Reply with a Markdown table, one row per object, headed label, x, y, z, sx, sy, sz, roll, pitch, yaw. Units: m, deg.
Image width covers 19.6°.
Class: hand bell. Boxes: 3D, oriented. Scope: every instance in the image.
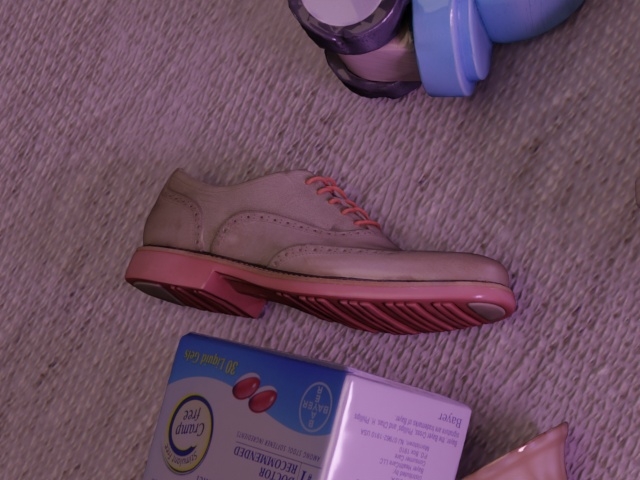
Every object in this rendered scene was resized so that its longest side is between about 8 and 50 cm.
| label | x | y | z | sx | sy | sz | roll | pitch | yaw |
| --- | --- | --- | --- | --- | --- | --- | --- | --- | --- |
| hand bell | 0.220 | 0.293 | 1.613 | 0.126 | 0.126 | 0.242 | -32 | 80 | 16 |

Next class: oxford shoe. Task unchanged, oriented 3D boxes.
| label | x | y | z | sx | sy | sz | roll | pitch | yaw |
| --- | --- | --- | --- | --- | --- | --- | --- | --- | --- |
| oxford shoe | 0.000 | 0.000 | 1.745 | 0.397 | 0.140 | 0.147 | 7 | 75 | 24 |

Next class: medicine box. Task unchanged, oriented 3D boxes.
| label | x | y | z | sx | sy | sz | roll | pitch | yaw |
| --- | --- | --- | --- | --- | --- | --- | --- | --- | --- |
| medicine box | -0.034 | 0.249 | 1.645 | 0.263 | 0.149 | 0.289 | 8 | 81 | 53 |

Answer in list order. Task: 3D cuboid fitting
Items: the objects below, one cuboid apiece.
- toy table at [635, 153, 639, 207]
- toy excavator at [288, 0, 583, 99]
| label | x | y | z | sx | sy | sz | roll | pitch | yaw |
| --- | --- | --- | --- | --- | --- | --- | --- | --- | --- |
| toy table | 0.373 | -0.060 | 1.569 | 0.252 | 0.161 | 0.274 | 7 | 81 | 26 |
| toy excavator | 0.215 | -0.344 | 1.703 | 0.445 | 0.222 | 0.433 | 1 | 79 | 11 |
